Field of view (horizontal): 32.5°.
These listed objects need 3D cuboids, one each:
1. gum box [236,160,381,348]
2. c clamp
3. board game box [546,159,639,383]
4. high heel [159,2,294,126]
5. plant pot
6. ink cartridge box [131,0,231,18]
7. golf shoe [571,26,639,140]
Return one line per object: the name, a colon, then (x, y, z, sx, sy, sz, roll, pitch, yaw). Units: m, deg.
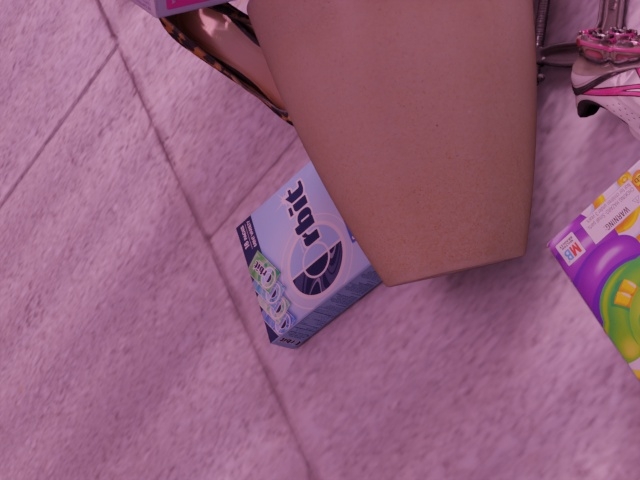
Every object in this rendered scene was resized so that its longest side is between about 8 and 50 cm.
gum box: (0.000, 0.000, 1.156, 0.184, 0.041, 0.157, -40, 52, 28)
c clamp: (0.223, -0.219, 1.021, 0.137, 0.022, 0.160, 9, 83, 46)
board game box: (0.307, 0.073, 0.752, 0.142, 0.144, 0.275, -46, 50, 24)
high heel: (-0.073, -0.195, 1.188, 0.261, 0.186, 0.093, 43, 108, 44)
plant pot: (0.087, -0.104, 0.981, 0.256, 0.256, 0.274, -15, 85, 41)
ink cartridge box: (-0.084, -0.329, 1.215, 0.186, 0.311, 0.065, 40, 142, 45)
golf shoe: (0.290, -0.121, 0.902, 0.186, 0.067, 0.086, 26, 122, 46)
